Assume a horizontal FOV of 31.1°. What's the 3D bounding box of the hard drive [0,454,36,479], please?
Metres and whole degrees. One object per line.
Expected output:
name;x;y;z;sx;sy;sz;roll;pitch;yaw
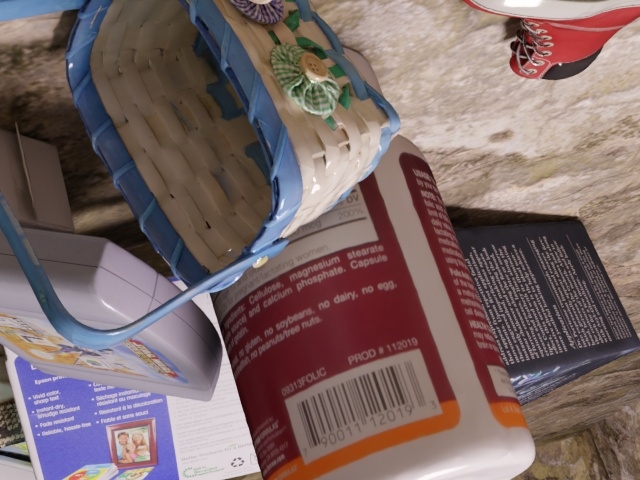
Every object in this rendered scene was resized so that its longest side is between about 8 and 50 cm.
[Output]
hard drive;-0.473;0.293;1.484;0.308;0.040;0.203;16;159;-5

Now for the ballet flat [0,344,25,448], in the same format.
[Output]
ballet flat;-0.437;0.160;1.280;0.483;0.164;0.182;-16;142;-1

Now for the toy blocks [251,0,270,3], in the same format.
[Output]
toy blocks;-0.014;-0.240;0.721;0.148;0.054;0.123;-47;139;-20

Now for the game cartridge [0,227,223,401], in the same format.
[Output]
game cartridge;-0.195;0.068;0.974;0.198;0.062;0.297;11;160;18

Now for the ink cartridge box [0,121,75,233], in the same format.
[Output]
ink cartridge box;-0.286;-0.029;0.989;0.143;0.092;0.090;-29;156;28

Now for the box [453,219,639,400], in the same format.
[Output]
box;0.194;0.132;1.582;0.396;0.211;0.293;-4;156;-47

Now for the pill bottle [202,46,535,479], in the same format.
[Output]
pill bottle;0.017;0.043;1.004;0.224;0.392;0.224;-16;159;-6

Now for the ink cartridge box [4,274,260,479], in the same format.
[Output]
ink cartridge box;-0.169;0.145;1.232;0.304;0.072;0.307;-10;125;-11

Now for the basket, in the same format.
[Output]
basket;-0.112;-0.084;0.798;0.289;0.254;0.201;-28;168;-33

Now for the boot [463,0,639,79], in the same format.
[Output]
boot;0.183;-0.191;1.000;0.244;0.088;0.176;-8;159;-34

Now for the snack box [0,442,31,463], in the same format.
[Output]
snack box;-0.428;0.238;1.476;0.175;0.070;0.207;10;157;5
